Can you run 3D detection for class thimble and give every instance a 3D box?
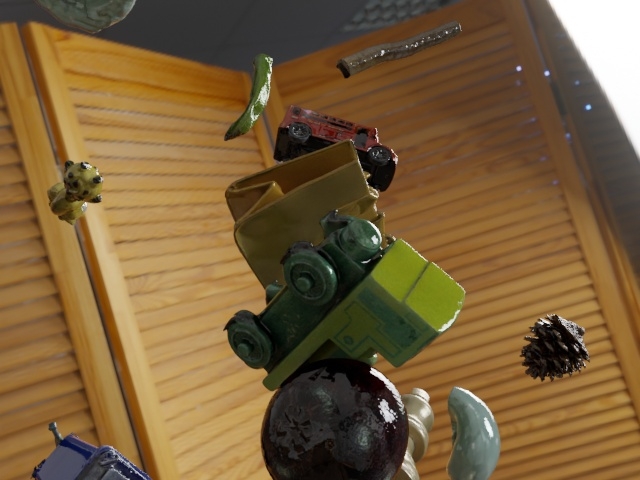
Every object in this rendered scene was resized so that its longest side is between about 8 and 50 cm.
[{"bbox_3d":[-0.437,-0.512,1.371,0.237,0.237,0.150,-18,39,13],"label":"thimble"}]

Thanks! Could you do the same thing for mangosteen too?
[{"bbox_3d":[0.032,0.272,1.044,0.216,0.216,0.216,-17,-4,-1],"label":"mangosteen"}]

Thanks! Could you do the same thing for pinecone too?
[{"bbox_3d":[0.558,0.263,1.767,0.173,0.173,0.173,-17,-4,-1],"label":"pinecone"}]

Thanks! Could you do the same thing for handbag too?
[{"bbox_3d":[0.000,0.000,1.469,0.283,0.133,0.401,-23,-42,1],"label":"handbag"}]

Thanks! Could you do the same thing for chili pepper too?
[{"bbox_3d":[-0.125,-0.263,1.365,0.050,0.201,0.052,23,-28,-14],"label":"chili pepper"}]

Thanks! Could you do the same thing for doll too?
[{"bbox_3d":[-0.578,-0.111,1.736,0.086,0.117,0.291,-35,5,-35],"label":"doll"}]

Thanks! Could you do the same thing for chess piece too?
[{"bbox_3d":[0.161,0.393,1.463,0.117,0.117,0.397,-19,7,18],"label":"chess piece"}]

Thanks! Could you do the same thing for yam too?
[{"bbox_3d":[0.172,-0.410,1.567,0.327,0.045,0.045,-27,-35,-29],"label":"yam"}]

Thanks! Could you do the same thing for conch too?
[{"bbox_3d":[0.333,0.438,1.645,0.121,0.221,0.185,5,-18,-9],"label":"conch"}]

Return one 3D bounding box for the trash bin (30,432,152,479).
[{"bbox_3d":[-0.473,0.499,1.479,0.234,0.162,0.184,6,50,51],"label":"trash bin"}]

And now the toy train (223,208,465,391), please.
[{"bbox_3d":[0.015,0.125,1.114,0.369,0.237,0.150,-49,-2,42],"label":"toy train"}]

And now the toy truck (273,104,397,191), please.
[{"bbox_3d":[0.036,-0.191,1.532,0.253,0.114,0.107,16,-39,0],"label":"toy truck"}]

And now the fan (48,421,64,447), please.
[{"bbox_3d":[-0.557,0.436,1.577,0.038,0.016,0.193,-13,-36,-15],"label":"fan"}]
